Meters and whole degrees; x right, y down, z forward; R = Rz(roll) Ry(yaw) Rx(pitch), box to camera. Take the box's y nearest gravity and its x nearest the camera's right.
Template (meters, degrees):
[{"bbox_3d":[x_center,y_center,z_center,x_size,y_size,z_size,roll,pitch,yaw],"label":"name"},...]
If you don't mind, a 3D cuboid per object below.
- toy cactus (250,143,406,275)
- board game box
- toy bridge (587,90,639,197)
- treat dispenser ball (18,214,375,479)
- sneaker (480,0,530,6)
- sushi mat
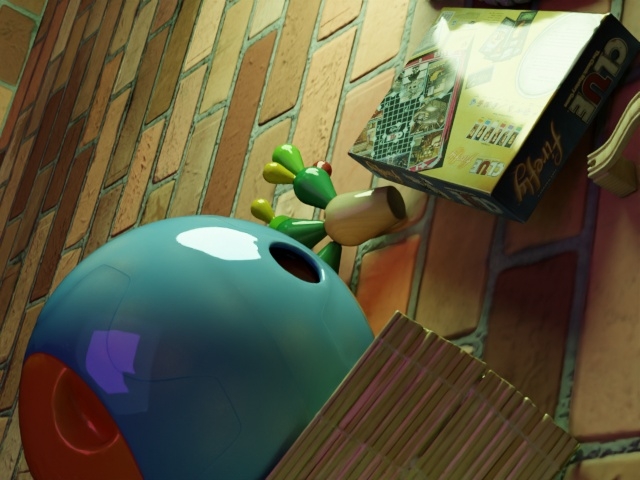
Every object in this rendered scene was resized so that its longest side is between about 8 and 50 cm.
[{"bbox_3d":[0.000,0.000,1.120,0.180,0.112,0.219,-19,47,31],"label":"toy cactus"},{"bbox_3d":[0.131,-0.112,0.982,0.165,0.042,0.243,-56,26,-4],"label":"board game box"},{"bbox_3d":[0.242,-0.086,0.768,0.188,0.063,0.026,-33,41,47],"label":"toy bridge"},{"bbox_3d":[-0.091,0.124,0.946,0.288,0.288,0.288,-41,36,39],"label":"treat dispenser ball"},{"bbox_3d":[0.129,-0.279,1.073,0.292,0.118,0.110,13,78,61],"label":"sneaker"},{"bbox_3d":[0.017,0.210,0.793,0.316,0.151,0.019,-51,-18,-3],"label":"sushi mat"}]
